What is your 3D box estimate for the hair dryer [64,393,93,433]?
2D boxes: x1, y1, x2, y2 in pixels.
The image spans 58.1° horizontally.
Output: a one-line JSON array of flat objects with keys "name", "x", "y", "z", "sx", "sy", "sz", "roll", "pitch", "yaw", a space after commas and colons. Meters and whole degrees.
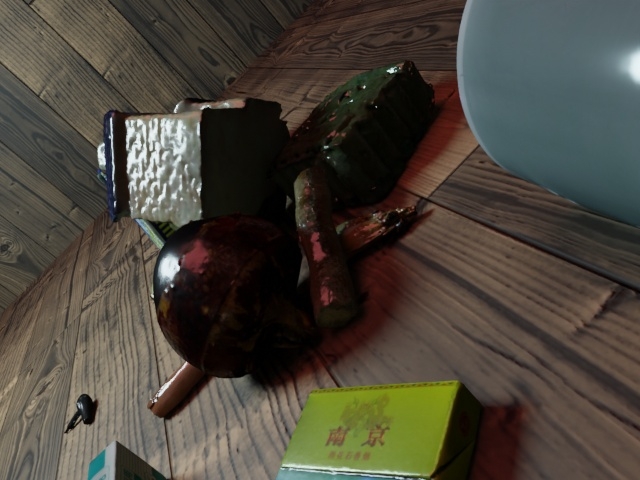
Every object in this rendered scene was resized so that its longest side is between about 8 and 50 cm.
[{"name": "hair dryer", "x": -0.456, "y": 0.339, "z": 1.084, "sx": 0.083, "sy": 0.031, "sz": 0.079, "roll": -57, "pitch": 33, "yaw": 7}]

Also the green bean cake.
[{"name": "green bean cake", "x": 0.053, "y": -0.179, "z": 0.981, "sx": 0.255, "sy": 0.132, "sz": 0.241, "roll": -56, "pitch": 23, "yaw": -22}]

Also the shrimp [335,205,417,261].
[{"name": "shrimp", "x": 0.057, "y": -0.013, "z": 0.814, "sx": 0.184, "sy": 0.043, "sz": 0.091, "roll": -22, "pitch": 30, "yaw": 41}]

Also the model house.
[{"name": "model house", "x": -0.233, "y": -0.134, "z": 1.018, "sx": 0.284, "sy": 0.244, "sz": 0.298, "roll": 9, "pitch": 12, "yaw": 22}]

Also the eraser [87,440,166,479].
[{"name": "eraser", "x": -0.213, "y": 0.326, "z": 0.639, "sx": 0.052, "sy": 0.096, "sz": 0.225, "roll": -41, "pitch": 24, "yaw": -2}]

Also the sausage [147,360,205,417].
[{"name": "sausage", "x": -0.190, "y": 0.193, "z": 0.875, "sx": 0.186, "sy": 0.043, "sz": 0.043, "roll": -48, "pitch": 25, "yaw": -5}]

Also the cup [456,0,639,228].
[{"name": "cup", "x": 0.322, "y": -0.141, "z": 0.419, "sx": 0.356, "sy": 0.260, "sz": 0.274, "roll": -14, "pitch": 25, "yaw": -9}]

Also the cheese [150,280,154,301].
[{"name": "cheese", "x": -0.221, "y": 0.064, "z": 1.064, "sx": 0.167, "sy": 0.094, "sz": 0.123, "roll": -37, "pitch": 16, "yaw": 7}]

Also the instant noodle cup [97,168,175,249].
[{"name": "instant noodle cup", "x": -0.283, "y": -0.137, "z": 1.295, "sx": 0.312, "sy": 0.284, "sz": 0.284, "roll": -42, "pitch": 24, "yaw": -15}]

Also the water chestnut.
[{"name": "water chestnut", "x": -0.106, "y": 0.076, "z": 0.771, "sx": 0.223, "sy": 0.238, "sz": 0.224, "roll": 21, "pitch": -90, "yaw": -80}]

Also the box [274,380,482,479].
[{"name": "box", "x": 0.007, "y": 0.269, "z": 0.453, "sx": 0.187, "sy": 0.047, "sz": 0.335, "roll": -19, "pitch": 34, "yaw": 45}]

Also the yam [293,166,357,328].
[{"name": "yam", "x": 0.000, "y": 0.000, "z": 0.780, "sx": 0.061, "sy": 0.061, "sz": 0.253, "roll": -33, "pitch": 46, "yaw": 24}]
